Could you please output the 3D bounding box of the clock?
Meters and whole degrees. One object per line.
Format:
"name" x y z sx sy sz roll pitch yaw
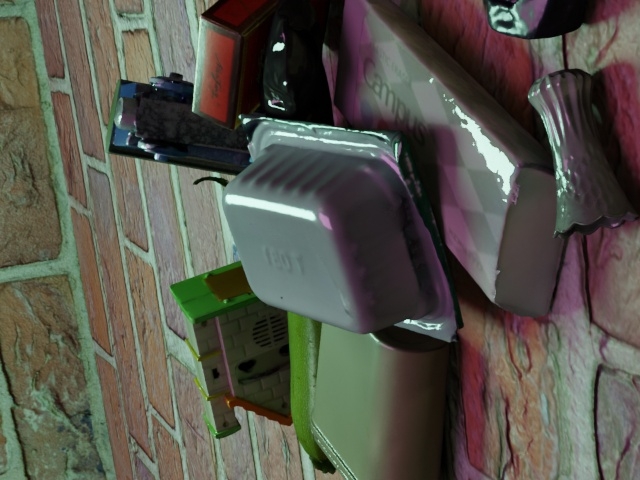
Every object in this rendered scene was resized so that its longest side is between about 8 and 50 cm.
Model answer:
"clock" -0.090 0.159 1.928 0.106 0.220 0.255 -133 29 -53

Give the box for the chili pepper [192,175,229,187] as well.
"chili pepper" -0.091 -0.030 1.946 0.279 0.122 0.065 65 -160 -52

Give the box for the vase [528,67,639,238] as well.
"vase" 0.238 -0.082 1.184 0.081 0.081 0.148 147 112 -67

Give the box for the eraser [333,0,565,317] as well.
"eraser" 0.133 -0.110 1.408 0.397 0.082 0.213 -125 32 -45

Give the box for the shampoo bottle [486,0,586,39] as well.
"shampoo bottle" 0.197 -0.361 1.130 0.134 0.078 0.359 29 128 54

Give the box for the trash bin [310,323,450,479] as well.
"trash bin" 0.077 0.190 1.660 0.243 0.121 0.247 -133 40 -52

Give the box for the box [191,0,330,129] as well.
"box" -0.069 -0.266 1.625 0.074 0.240 0.153 29 137 12

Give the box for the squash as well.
"squash" 0.006 0.170 1.831 0.107 0.107 0.395 -134 35 -52

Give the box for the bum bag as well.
"bum bag" -0.026 -0.159 1.598 0.340 0.095 0.144 82 -169 -57

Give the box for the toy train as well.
"toy train" -0.151 -0.160 1.800 0.202 0.300 0.131 -169 89 -69

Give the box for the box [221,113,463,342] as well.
"box" 0.000 0.000 1.472 0.337 0.106 0.264 12 126 53
